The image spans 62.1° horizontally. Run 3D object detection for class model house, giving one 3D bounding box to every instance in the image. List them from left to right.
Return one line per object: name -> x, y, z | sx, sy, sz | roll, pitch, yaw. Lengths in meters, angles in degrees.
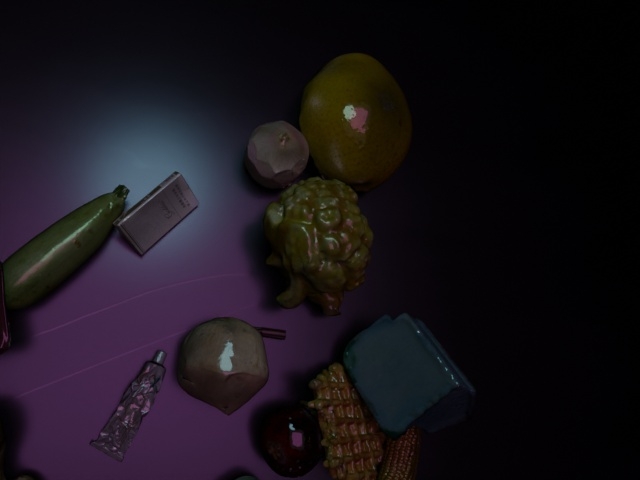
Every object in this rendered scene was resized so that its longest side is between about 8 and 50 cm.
model house -> 0.243, 0.355, 1.374 | 0.230, 0.249, 0.280 | -41, 51, 9

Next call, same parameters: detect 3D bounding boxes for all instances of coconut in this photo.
coconut -> -0.225, 0.292, 1.230 | 0.224, 0.224, 0.224 | 4, 79, -19
coconut -> -0.110, -0.221, 1.373 | 0.171, 0.183, 0.170 | 4, 78, -17

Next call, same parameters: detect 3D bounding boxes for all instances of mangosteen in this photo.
mangosteen -> -0.055, 0.475, 1.284 | 0.180, 0.166, 0.166 | -19, 86, -45

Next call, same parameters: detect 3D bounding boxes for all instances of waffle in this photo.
waffle -> 0.065, 0.456, 1.303 | 0.281, 0.058, 0.300 | -20, 85, -63

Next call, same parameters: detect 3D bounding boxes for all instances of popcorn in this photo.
popcorn -> 0.004, 0.008, 1.329 | 0.274, 0.279, 0.335 | -17, 73, -40

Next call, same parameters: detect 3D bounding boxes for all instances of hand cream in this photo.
hand cream -> -0.425, 0.373, 1.224 | 0.084, 0.050, 0.257 | 33, 74, -14

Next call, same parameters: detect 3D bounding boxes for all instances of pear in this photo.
pear -> 0.127, -0.338, 1.439 | 0.340, 0.191, 0.386 | 6, 74, -35

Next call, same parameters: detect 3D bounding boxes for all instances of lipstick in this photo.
lipstick -> -0.175, 0.229, 1.351 | 0.176, 0.027, 0.027 | 11, 76, -16

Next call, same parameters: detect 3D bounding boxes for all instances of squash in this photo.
squash -> -0.575, 0.011, 1.204 | 0.118, 0.118, 0.370 | 45, 64, -7

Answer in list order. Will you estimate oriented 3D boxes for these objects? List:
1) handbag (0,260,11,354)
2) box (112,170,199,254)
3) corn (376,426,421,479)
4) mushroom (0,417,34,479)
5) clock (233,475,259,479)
handbag -> -0.735, 0.146, 1.082 | 0.216, 0.074, 0.203 | -10, 82, 24
box -> -0.394, -0.068, 1.292 | 0.198, 0.029, 0.109 | -46, 139, -22
corn -> 0.202, 0.587, 1.380 | 0.101, 0.101, 0.310 | 23, 68, -14
mushroom -> -0.682, 0.452, 1.012 | 0.255, 0.267, 0.267 | 2, 79, -19
clock -> -0.161, 0.737, 1.214 | 0.265, 0.108, 0.324 | -41, 95, -22
